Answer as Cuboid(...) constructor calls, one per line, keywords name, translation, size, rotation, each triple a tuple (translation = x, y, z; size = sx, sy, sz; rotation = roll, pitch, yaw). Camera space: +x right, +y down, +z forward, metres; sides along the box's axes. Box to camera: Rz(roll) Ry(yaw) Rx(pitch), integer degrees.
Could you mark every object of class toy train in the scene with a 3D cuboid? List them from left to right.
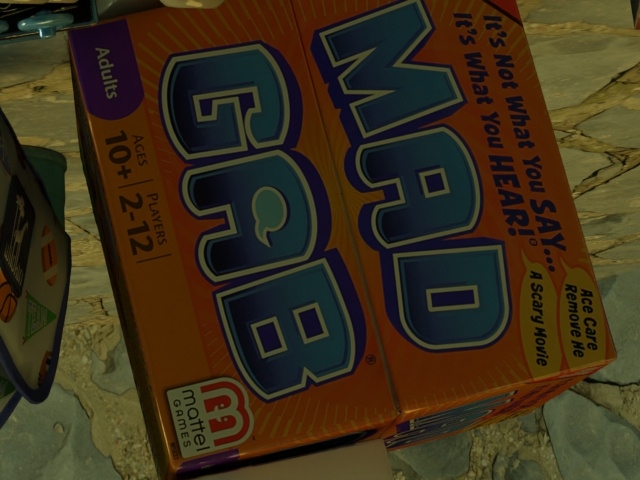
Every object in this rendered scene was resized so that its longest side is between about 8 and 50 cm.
Cuboid(name="toy train", translation=(-0.255, -0.182, 1.509), size=(0.184, 0.080, 0.105), rotation=(-10, 180, 2))

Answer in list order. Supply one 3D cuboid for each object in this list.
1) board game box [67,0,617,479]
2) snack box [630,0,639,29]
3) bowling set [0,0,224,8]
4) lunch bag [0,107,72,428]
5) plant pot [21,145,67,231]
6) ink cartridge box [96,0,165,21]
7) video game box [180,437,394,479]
Cuboid(name="board game box", translation=(0.000, 0.000, 1.696), size=(0.356, 0.357, 0.356), rotation=(-13, 170, -8))
Cuboid(name="snack box", translation=(0.270, -0.227, 1.651), size=(0.022, 0.064, 0.178), rotation=(-8, 171, 5))
Cuboid(name="bowling set", translation=(-0.204, -0.221, 1.190), size=(0.287, 0.154, 0.200), rotation=(-3, -171, -35))
Cuboid(name="lunch bag", translation=(-0.376, 0.052, 1.648), size=(0.239, 0.385, 0.328), rotation=(28, 158, 26))
Cuboid(name="plant pot", translation=(-0.410, 0.045, 2.246), size=(0.271, 0.255, 0.271), rotation=(-7, 171, -1))
Cuboid(name="ink cartridge box", translation=(-0.097, -0.204, 1.583), size=(0.145, 0.045, 0.179), rotation=(-1, 172, -35))
Cuboid(name="video game box", translation=(-0.061, 0.210, 1.605), size=(0.205, 0.048, 0.187), rotation=(-10, 167, -16))
